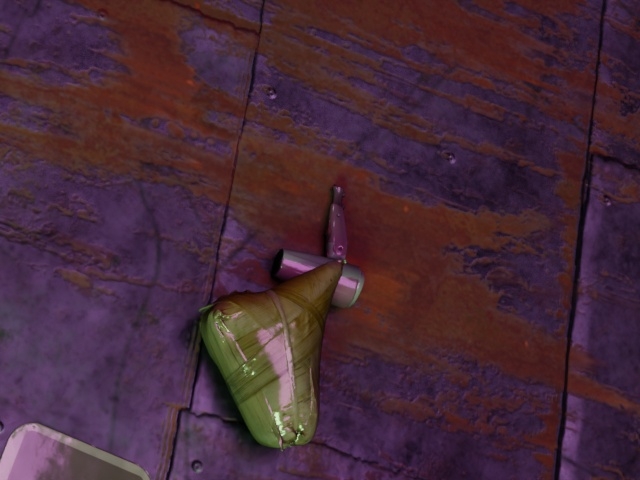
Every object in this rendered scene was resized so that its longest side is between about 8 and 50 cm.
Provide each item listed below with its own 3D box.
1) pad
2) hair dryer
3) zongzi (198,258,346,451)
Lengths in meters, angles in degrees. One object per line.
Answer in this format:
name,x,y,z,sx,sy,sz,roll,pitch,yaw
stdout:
pad,-0.290,0.338,1.831,0.176,0.002,0.266,26,64,-18
hair dryer,0.006,0.000,2.080,0.106,0.054,0.154,24,54,-13
zongzi,-0.021,0.129,1.974,0.197,0.099,0.194,-22,85,-23
